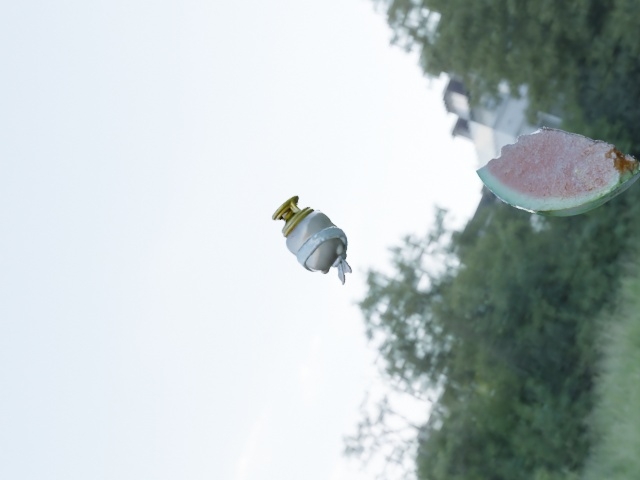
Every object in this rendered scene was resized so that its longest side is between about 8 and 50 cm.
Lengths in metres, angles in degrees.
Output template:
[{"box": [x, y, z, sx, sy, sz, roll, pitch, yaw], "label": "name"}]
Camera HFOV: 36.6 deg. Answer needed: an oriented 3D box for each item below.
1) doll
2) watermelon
[{"box": [0.000, 0.000, 1.237, 0.073, 0.127, 0.084, -47, -9, 29], "label": "doll"}, {"box": [0.368, -0.080, 1.459, 0.146, 0.231, 0.128, 31, -98, -57], "label": "watermelon"}]
